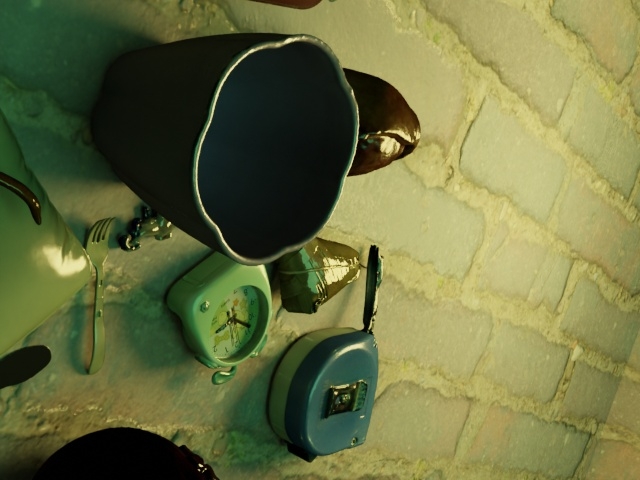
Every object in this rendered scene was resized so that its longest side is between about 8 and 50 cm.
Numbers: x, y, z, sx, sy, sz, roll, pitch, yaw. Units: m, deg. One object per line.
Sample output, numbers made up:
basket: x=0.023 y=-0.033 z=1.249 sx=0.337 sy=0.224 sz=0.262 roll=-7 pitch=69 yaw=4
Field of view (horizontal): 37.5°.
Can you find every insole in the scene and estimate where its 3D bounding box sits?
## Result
insole: x=-0.378 y=0.161 z=1.121 sx=0.135 sy=0.002 sz=0.045 roll=-29 pitch=125 yaw=-41

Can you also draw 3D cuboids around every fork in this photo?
fork: x=-0.280 y=0.071 z=1.191 sx=0.034 sy=0.028 sz=0.220 roll=-21 pitch=125 yaw=-53

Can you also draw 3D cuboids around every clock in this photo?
clock: x=-0.136 y=0.112 z=1.349 sx=0.148 sy=0.060 sz=0.189 roll=-39 pitch=132 yaw=-36

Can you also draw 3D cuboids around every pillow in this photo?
pillow: x=-0.400 y=0.038 z=0.944 sx=0.322 sy=0.119 sz=0.255 roll=-47 pitch=130 yaw=-31

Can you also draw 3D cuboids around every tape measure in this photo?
tape measure: x=0.027 y=0.186 z=1.555 sx=0.215 sy=0.097 sz=0.352 roll=-4 pitch=106 yaw=-51

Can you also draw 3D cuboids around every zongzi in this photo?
zongzi: x=0.000 y=0.000 z=1.465 sx=0.189 sy=0.081 sz=0.178 roll=-35 pitch=120 yaw=-45

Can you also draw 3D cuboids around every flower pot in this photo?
flower pot: x=-0.127 y=-0.132 z=1.112 sx=0.265 sy=0.243 sz=0.265 roll=-27 pitch=127 yaw=-42

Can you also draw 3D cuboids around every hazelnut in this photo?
hazelnut: x=0.053 y=-0.162 z=1.373 sx=0.201 sy=0.170 sz=0.161 roll=29 pitch=84 yaw=-41

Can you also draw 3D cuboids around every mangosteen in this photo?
mangosteen: x=-0.251 y=0.380 z=1.144 sx=0.313 sy=0.297 sz=0.297 roll=-25 pitch=124 yaw=-30

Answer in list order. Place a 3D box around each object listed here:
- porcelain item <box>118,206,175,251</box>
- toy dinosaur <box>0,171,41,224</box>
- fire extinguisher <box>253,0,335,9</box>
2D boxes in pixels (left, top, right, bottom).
porcelain item: x=-0.206 y=-0.037 z=1.231 sx=0.136 sy=0.021 sz=0.075 roll=-21 pitch=121 yaw=-45
toy dinosaur: x=-0.408 y=-0.165 z=0.801 sx=0.097 sy=0.208 sz=0.432 roll=-51 pitch=149 yaw=1
fire extinguisher: x=-0.065 y=-0.357 z=1.217 sx=0.269 sy=0.104 sz=0.105 roll=-7 pitch=110 yaw=-49
